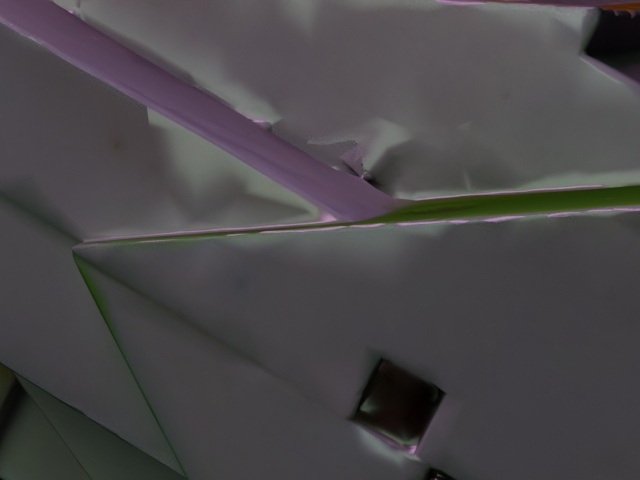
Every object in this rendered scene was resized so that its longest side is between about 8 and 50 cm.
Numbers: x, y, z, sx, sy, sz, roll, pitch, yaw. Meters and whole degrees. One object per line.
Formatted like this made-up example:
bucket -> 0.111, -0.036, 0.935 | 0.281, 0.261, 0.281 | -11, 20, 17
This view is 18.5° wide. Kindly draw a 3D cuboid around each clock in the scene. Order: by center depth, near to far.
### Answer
clock -> 0.000, 0.000, 0.451 | 0.309, 0.235, 0.166 | 31, 105, 12
